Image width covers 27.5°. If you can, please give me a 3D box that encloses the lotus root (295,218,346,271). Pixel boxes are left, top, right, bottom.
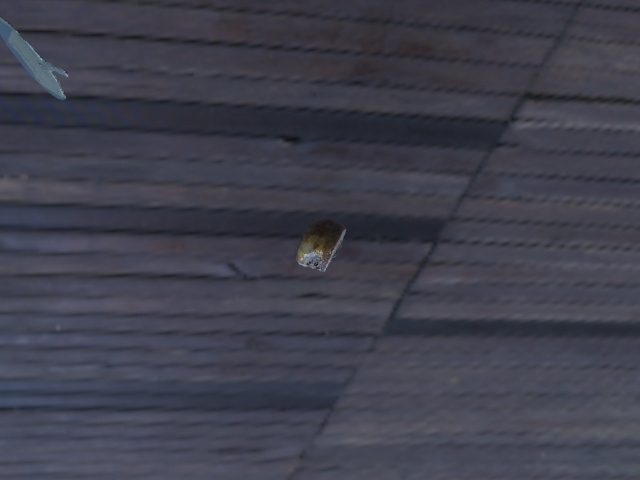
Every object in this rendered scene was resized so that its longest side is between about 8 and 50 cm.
[{"bbox_3d":[0.001,-0.002,1.249,0.037,0.083,0.030,22,115,5],"label":"lotus root"}]

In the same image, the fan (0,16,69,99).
[{"bbox_3d":[-0.294,-0.187,1.366,0.005,0.175,0.113,-42,121,-14],"label":"fan"}]
